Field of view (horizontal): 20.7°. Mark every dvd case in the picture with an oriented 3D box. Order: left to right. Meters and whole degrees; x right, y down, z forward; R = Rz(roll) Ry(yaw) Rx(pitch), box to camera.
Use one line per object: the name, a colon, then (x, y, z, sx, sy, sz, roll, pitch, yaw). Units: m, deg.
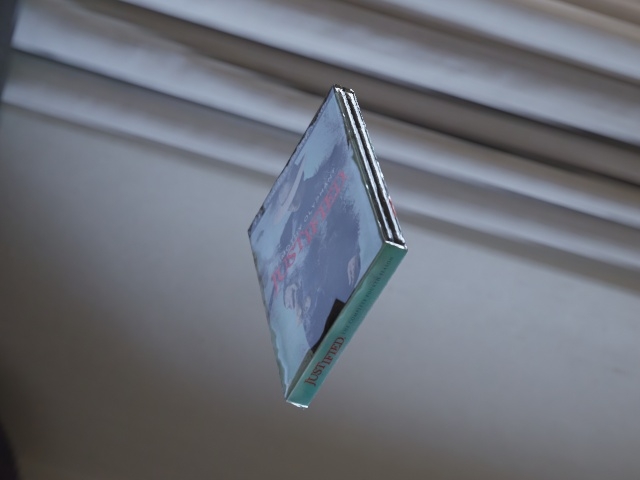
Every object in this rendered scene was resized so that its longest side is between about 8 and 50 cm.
dvd case: (0.000, 0.000, 0.732, 0.087, 0.013, 0.119, -58, -155, 28)
